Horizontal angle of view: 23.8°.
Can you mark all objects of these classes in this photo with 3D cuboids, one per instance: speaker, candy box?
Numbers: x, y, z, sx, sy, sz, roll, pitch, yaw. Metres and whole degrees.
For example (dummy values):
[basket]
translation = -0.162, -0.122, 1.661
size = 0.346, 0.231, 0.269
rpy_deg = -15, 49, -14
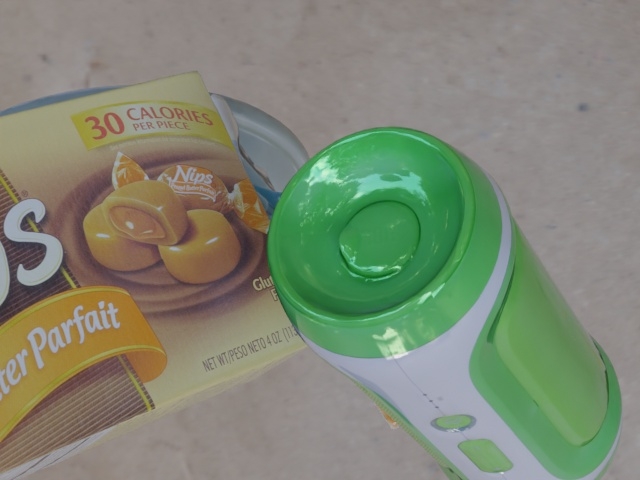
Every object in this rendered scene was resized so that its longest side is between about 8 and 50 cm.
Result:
[speaker]
translation = 0.079, 0.055, 0.835
size = 0.131, 0.296, 0.131
rpy_deg = -11, 60, 20
[candy box]
translation = -0.169, 0.031, 0.829
size = 0.087, 0.316, 0.183
rpy_deg = -35, 78, 50

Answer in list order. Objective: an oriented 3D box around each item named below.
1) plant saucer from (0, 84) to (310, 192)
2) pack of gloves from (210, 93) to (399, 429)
[plant saucer]
translation = -0.196, 0.005, 1.440
size = 0.400, 0.400, 0.101
rpy_deg = -28, 57, 27
[pack of gloves]
translation = 0.000, 0.000, 1.100
size = 0.046, 0.232, 0.195
rpy_deg = -32, 117, 5
